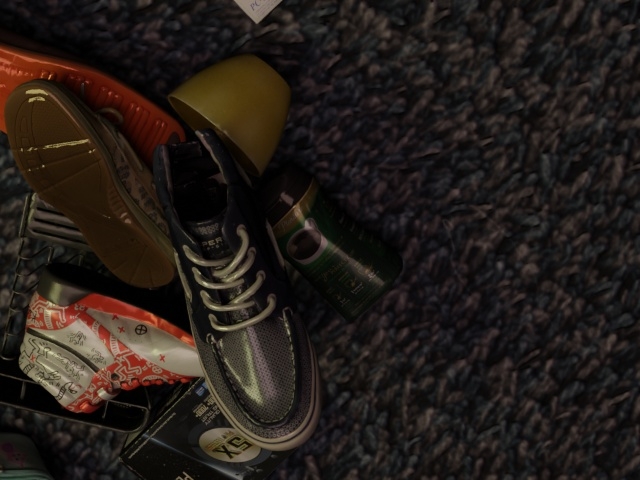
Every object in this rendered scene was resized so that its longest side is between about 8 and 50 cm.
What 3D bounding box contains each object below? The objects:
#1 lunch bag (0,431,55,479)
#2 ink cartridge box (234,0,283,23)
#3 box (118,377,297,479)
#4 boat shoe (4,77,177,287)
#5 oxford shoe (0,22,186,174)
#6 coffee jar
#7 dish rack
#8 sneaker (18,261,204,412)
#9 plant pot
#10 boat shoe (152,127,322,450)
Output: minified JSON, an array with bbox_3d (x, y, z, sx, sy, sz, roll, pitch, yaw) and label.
[{"bbox_3d":[-0.446,0.364,1.613,0.224,0.108,0.279,8,115,-33],"label":"lunch bag"},{"bbox_3d":[-0.004,-0.321,1.398,0.207,0.097,0.046,-42,102,14],"label":"ink cartridge box"},{"bbox_3d":[-0.130,0.238,1.606,0.147,0.077,0.180,43,105,-12],"label":"box"},{"bbox_3d":[-0.239,-0.071,1.425,0.104,0.089,0.285,-8,132,24],"label":"boat shoe"},{"bbox_3d":[-0.315,-0.178,1.453,0.363,0.133,0.130,23,117,-26],"label":"oxford shoe"},{"bbox_3d":[0.000,0.000,1.517,0.184,0.079,0.096,42,113,-11],"label":"coffee jar"},{"bbox_3d":[-0.278,0.077,1.560,0.208,0.074,0.272,13,108,-3],"label":"dish rack"},{"bbox_3d":[-0.208,0.137,1.496,0.270,0.090,0.145,22,106,-2],"label":"sneaker"},{"bbox_3d":[-0.087,-0.150,1.455,0.134,0.134,0.095,41,82,-11],"label":"plant pot"},{"bbox_3d":[-0.096,0.047,1.367,0.127,0.158,0.341,-22,70,1],"label":"boat shoe"}]
